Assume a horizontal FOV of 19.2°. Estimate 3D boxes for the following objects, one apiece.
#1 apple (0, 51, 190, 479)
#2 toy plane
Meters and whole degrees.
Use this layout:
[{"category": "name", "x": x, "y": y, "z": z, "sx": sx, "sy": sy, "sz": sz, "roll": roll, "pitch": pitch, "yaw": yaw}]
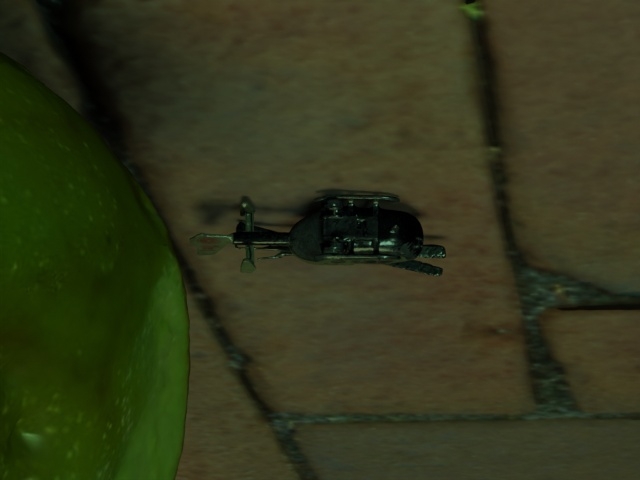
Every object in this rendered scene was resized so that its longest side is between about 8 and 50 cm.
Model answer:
[{"category": "apple", "x": -0.239, "y": 0.043, "z": 0.650, "sx": 0.384, "sy": 0.374, "sz": 0.374, "roll": -23, "pitch": 156, "yaw": -9}, {"category": "toy plane", "x": 0.000, "y": 0.000, "z": 0.872, "sx": 0.121, "sy": 0.031, "sz": 0.049, "roll": 2, "pitch": 163, "yaw": -3}]
